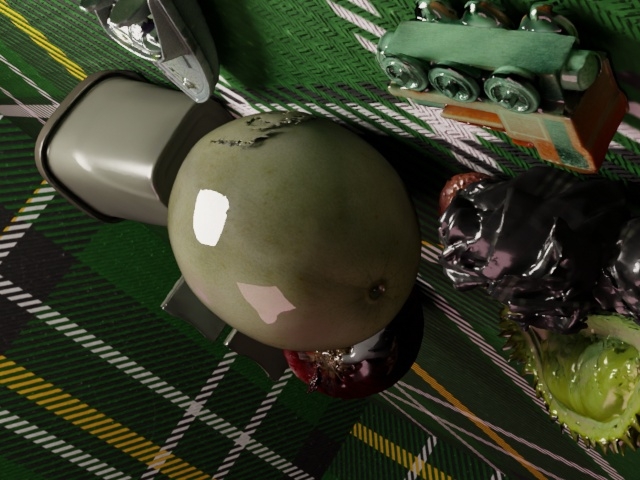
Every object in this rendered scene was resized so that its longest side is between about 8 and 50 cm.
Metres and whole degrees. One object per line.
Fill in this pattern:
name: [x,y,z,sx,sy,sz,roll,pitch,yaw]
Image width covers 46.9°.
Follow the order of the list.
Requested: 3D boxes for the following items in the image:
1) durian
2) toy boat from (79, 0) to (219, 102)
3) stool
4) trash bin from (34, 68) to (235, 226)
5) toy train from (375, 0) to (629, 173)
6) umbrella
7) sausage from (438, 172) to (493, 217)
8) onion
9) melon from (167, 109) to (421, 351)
durian: [0.328,0.132,0.835,0.352,0.158,0.169,-159,49,-78]
toy boat: [-0.188,-0.245,0.796,0.141,0.092,0.319,30,167,25]
stool: [-0.127,0.095,1.458,0.243,0.270,0.170,20,162,47]
trash bin: [-0.257,-0.128,1.130,0.250,0.219,0.220,15,160,38]
toy train: [0.126,-0.116,0.546,0.176,0.074,0.118,19,164,41]
umbrella: [0.266,0.019,0.605,0.336,0.154,0.128,8,125,22]
sausage: [0.167,-0.019,0.778,0.076,0.076,0.141,25,167,34]
onion: [0.063,0.138,1.320,0.273,0.285,0.273,11,118,21]
melon: [-0.039,-0.020,0.859,0.330,0.268,0.268,38,173,44]
